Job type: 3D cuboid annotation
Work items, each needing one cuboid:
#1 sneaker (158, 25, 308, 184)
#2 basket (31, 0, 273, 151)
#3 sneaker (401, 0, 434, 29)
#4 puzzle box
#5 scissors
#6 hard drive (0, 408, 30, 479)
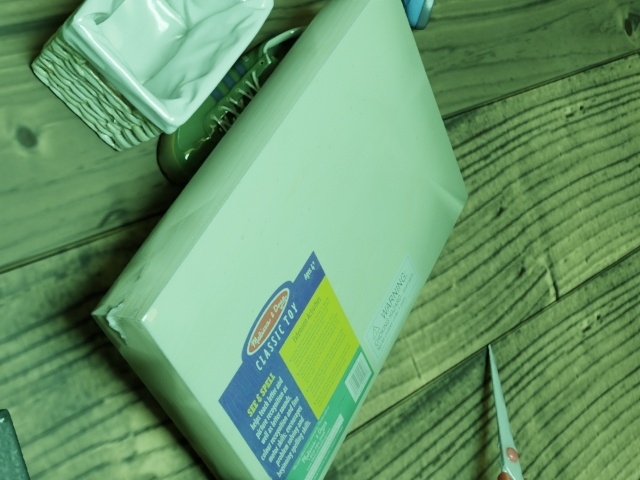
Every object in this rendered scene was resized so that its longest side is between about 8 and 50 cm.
[{"bbox_3d":[-0.061,-0.127,0.809,0.064,0.086,0.192,51,52,-18],"label":"sneaker"},{"bbox_3d":[-0.135,-0.166,0.745,0.113,0.103,0.167,46,53,-22],"label":"basket"},{"bbox_3d":[0.092,-0.333,1.017,0.082,0.069,0.209,4,84,-6],"label":"sneaker"},{"bbox_3d":[0.000,0.000,0.790,0.409,0.052,0.272,-58,138,-34],"label":"puzzle box"},{"bbox_3d":[0.181,0.223,0.901,0.109,0.021,0.297,14,49,-37],"label":"scissors"},{"bbox_3d":[-0.255,0.177,0.608,0.135,0.022,0.094,-17,90,-41],"label":"hard drive"}]
